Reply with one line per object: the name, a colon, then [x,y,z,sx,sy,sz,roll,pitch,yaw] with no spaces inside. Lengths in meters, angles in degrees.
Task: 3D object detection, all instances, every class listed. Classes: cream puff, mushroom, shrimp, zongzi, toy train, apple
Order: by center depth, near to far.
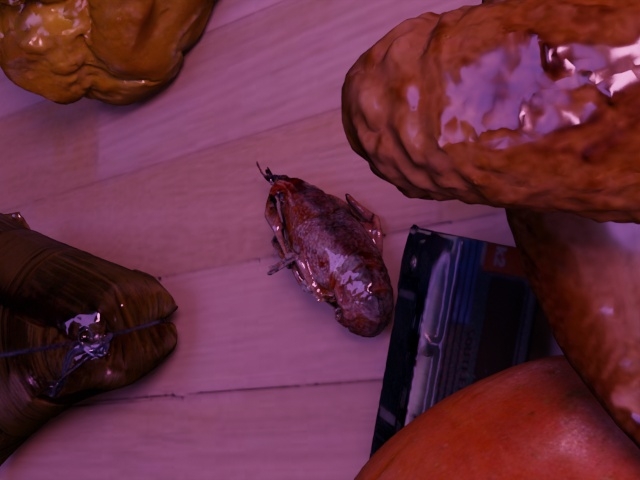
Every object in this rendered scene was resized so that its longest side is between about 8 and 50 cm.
mushroom: [0.205,-0.064,0.451,0.345,0.239,0.345,18,130,22]
apple: [0.126,0.178,0.614,0.254,0.254,0.253,-9,78,45]
toy train: [0.071,0.198,0.768,0.086,0.089,0.409,-167,86,-72]
shrimp: [-0.001,-0.001,0.891,0.190,0.075,0.073,48,137,33]
cream puff: [-0.250,-0.290,1.061,0.324,0.257,0.291,-22,64,42]
zongzi: [-0.261,0.145,1.106,0.286,0.138,0.299,19,111,38]
